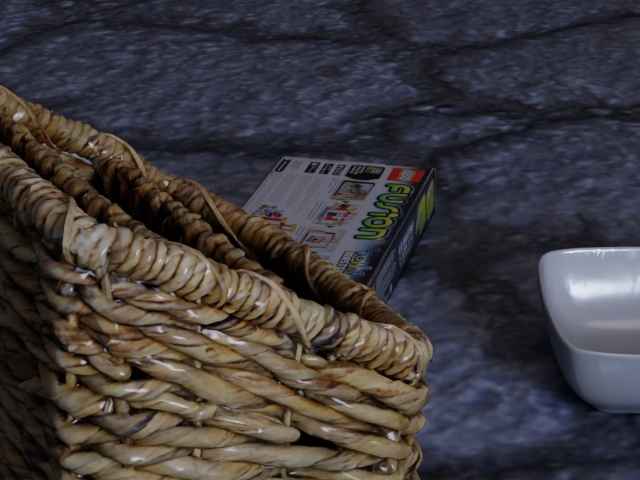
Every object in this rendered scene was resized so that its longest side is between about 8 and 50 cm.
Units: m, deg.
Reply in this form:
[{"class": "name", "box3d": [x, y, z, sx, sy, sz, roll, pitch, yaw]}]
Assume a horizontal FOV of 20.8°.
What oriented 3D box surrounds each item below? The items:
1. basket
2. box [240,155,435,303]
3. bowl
[{"class": "basket", "box3d": [-0.077, 0.023, 0.857, 0.213, 0.223, 0.299, -13, 25, -26]}, {"class": "box", "box3d": [0.000, 0.000, 1.137, 0.114, 0.036, 0.207, 6, 24, 14]}, {"class": "bowl", "box3d": [0.195, 0.054, 0.986, 0.142, 0.053, 0.142, -1, 23, 0]}]
